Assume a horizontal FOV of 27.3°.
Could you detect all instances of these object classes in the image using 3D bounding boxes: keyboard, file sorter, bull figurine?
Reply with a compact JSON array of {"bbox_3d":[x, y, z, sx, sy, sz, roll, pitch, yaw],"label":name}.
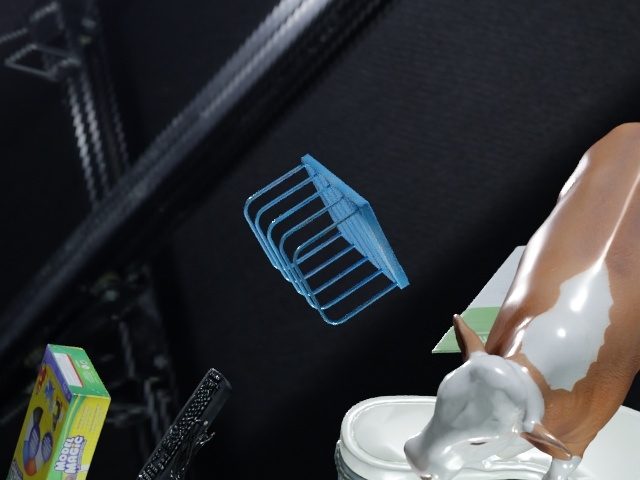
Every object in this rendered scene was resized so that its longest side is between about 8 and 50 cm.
[{"bbox_3d":[-0.192,0.264,1.817,0.192,0.038,0.100,-57,-146,-6],"label":"keyboard"},{"bbox_3d":[0.000,0.000,1.483,0.104,0.118,0.170,-33,-150,-8],"label":"file sorter"},{"bbox_3d":[0.154,0.058,0.817,0.101,0.310,0.188,28,-33,17],"label":"bull figurine"}]

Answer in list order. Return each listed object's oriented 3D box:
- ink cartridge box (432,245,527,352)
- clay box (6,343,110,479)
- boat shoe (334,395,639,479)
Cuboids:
[{"bbox_3d":[0.227,0.084,1.468,0.109,0.209,0.062,-4,-60,43],"label":"ink cartridge box"},{"bbox_3d":[-0.318,0.251,1.562,0.127,0.053,0.222,44,-62,56],"label":"clay box"},{"bbox_3d":[0.168,0.198,1.080,0.116,0.320,0.099,-92,-170,-52],"label":"boat shoe"}]
